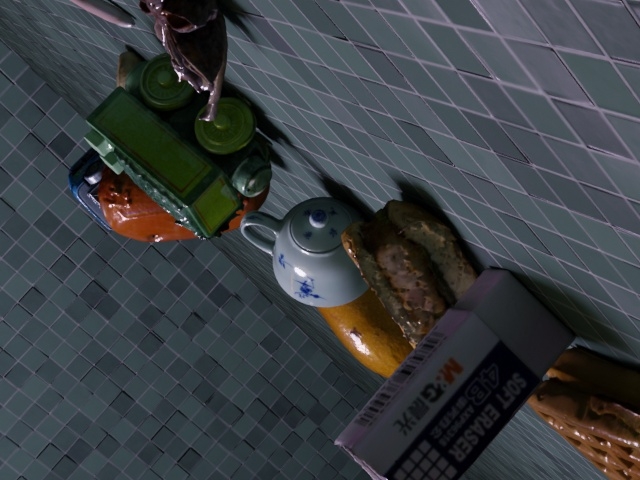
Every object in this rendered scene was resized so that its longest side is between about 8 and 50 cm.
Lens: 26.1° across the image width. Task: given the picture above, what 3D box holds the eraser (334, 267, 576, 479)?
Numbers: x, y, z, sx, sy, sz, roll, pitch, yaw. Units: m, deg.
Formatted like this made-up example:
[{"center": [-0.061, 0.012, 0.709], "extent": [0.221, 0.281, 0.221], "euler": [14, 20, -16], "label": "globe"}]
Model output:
[{"center": [0.159, 0.175, 1.626], "extent": [0.130, 0.287, 0.086], "euler": [44, 168, -15], "label": "eraser"}]

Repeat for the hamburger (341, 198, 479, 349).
[{"center": [0.123, 0.038, 1.724], "extent": [0.262, 0.124, 0.131], "euler": [55, -177, -44], "label": "hamburger"}]

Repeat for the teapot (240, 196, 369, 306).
[{"center": [0.000, 0.000, 1.970], "extent": [0.232, 0.159, 0.159], "euler": [9, 164, 12], "label": "teapot"}]

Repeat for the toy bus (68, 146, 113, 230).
[{"center": [-0.298, -0.140, 2.262], "extent": [0.113, 0.246, 0.134], "euler": [48, 172, -30], "label": "toy bus"}]

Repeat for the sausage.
[{"center": [-0.207, -0.085, 2.128], "extent": [0.153, 0.268, 0.141], "euler": [82, 180, -62], "label": "sausage"}]

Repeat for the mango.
[{"center": [0.073, 0.090, 2.078], "extent": [0.295, 0.120, 0.177], "euler": [44, -145, 9], "label": "mango"}]

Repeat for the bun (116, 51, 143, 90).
[{"center": [-0.310, -0.270, 2.287], "extent": [0.055, 0.086, 0.086], "euler": [2, 179, -11], "label": "bun"}]

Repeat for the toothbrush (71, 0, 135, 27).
[{"center": [-0.390, -0.382, 2.094], "extent": [0.307, 0.025, 0.029], "euler": [29, 163, 30], "label": "toothbrush"}]

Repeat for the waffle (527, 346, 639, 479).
[{"center": [0.390, 0.238, 1.563], "extent": [0.224, 0.098, 0.328], "euler": [42, 173, -17], "label": "waffle"}]

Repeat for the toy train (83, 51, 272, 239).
[{"center": [-0.196, -0.140, 1.983], "extent": [0.272, 0.188, 0.159], "euler": [41, 171, 21], "label": "toy train"}]

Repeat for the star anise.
[{"center": [-0.163, -0.256, 1.574], "extent": [0.262, 0.081, 0.230], "euler": [58, 165, -27], "label": "star anise"}]
